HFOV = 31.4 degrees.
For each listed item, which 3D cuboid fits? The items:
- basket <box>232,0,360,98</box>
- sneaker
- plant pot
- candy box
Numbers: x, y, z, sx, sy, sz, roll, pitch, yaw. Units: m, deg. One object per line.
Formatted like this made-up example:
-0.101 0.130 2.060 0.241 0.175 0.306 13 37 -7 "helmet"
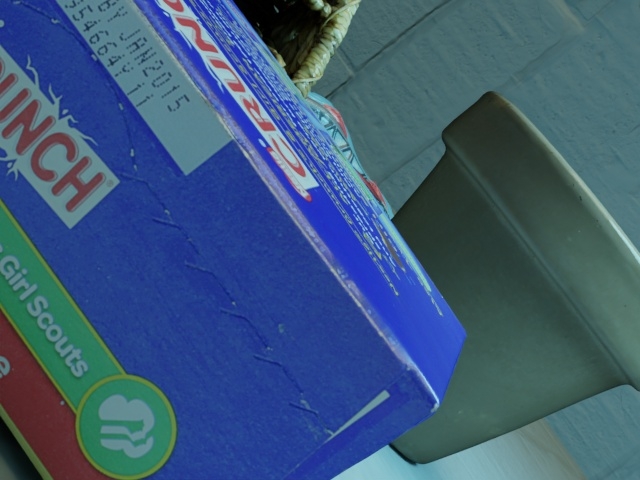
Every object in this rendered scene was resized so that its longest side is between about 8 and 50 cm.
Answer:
-0.100 -0.254 0.929 0.299 0.213 0.223 45 7 -27 "basket"
0.013 -0.069 1.313 0.262 0.104 0.125 50 9 -20 "sneaker"
0.124 0.050 0.902 0.263 0.229 0.263 52 7 -9 "plant pot"
-0.063 -0.026 0.485 0.268 0.122 0.317 55 6 7 "candy box"
